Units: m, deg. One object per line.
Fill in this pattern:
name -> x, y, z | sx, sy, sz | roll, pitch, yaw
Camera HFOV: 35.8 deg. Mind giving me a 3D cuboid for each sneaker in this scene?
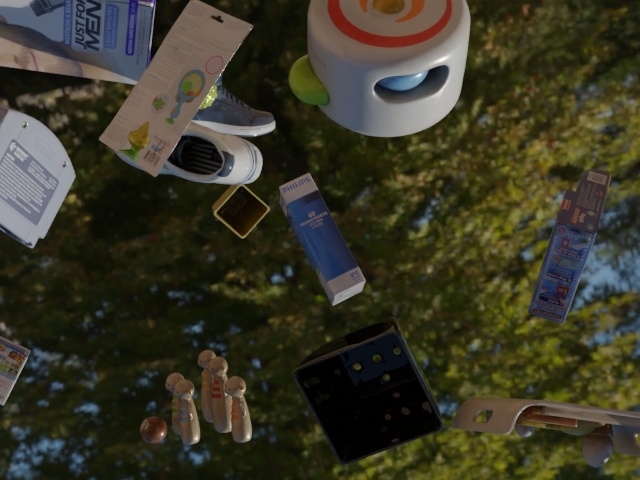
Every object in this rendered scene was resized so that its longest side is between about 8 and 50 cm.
sneaker -> -0.208, -0.137, 1.414 | 0.258, 0.094, 0.091 | 11, -178, 29
sneaker -> -0.165, -0.265, 1.701 | 0.226, 0.163, 0.086 | 0, -164, -36

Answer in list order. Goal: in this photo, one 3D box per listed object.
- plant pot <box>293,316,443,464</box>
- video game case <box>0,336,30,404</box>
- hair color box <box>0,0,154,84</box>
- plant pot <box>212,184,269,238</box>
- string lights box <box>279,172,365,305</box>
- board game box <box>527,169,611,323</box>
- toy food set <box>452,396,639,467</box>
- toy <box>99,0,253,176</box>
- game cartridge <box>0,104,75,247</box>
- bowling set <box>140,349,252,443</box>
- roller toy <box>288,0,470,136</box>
plant pot -> 0.087, 0.231, 1.668 | 0.188, 0.188, 0.167 | -24, -167, 15
video game case -> -0.638, 0.253, 1.956 | 0.011, 0.087, 0.122 | -40, -154, 56
hair color box -> -0.456, -0.384, 1.684 | 0.339, 0.185, 0.110 | 7, -132, -9
plant pot -> -0.163, -0.067, 1.936 | 0.081, 0.081, 0.083 | -48, -157, 0
string lights box -> 0.000, 0.000, 2.106 | 0.077, 0.259, 0.133 | -26, 170, -7
board game box -> 0.368, 0.014, 1.476 | 0.060, 0.194, 0.194 | 18, -146, 12
toy food set -> 0.389, 0.308, 1.567 | 0.306, 0.092, 0.220 | 9, 170, -12
toy -> -0.188, -0.203, 1.351 | 0.137, 0.056, 0.237 | 32, -95, 37
game cartridge -> -0.546, -0.119, 1.786 | 0.060, 0.196, 0.294 | 24, 166, 17
bowling set -> -0.261, 0.317, 1.973 | 0.200, 0.154, 0.287 | -8, -177, -23
roller toy -> 0.080, -0.236, 1.180 | 0.191, 0.146, 0.209 | 23, -124, 17
